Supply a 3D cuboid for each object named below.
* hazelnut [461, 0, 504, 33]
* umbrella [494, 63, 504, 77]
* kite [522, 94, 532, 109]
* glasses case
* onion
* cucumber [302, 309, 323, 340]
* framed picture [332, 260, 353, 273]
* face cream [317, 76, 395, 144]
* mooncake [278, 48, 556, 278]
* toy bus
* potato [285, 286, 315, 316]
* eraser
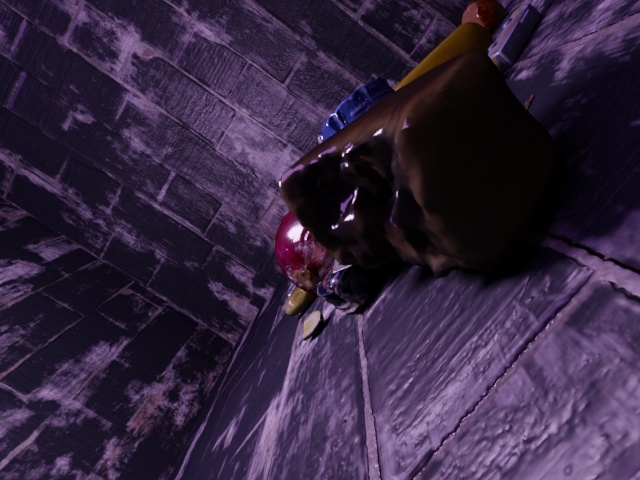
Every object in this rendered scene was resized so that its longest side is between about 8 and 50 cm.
[{"bbox_3d":[0.613,-0.835,1.585,0.143,0.143,0.154,-57,14,-7],"label":"hazelnut"},{"bbox_3d":[0.428,-0.420,1.086,0.062,0.067,0.143,-25,3,7],"label":"umbrella"},{"bbox_3d":[0.342,-0.199,0.814,0.190,0.010,0.159,-52,7,29],"label":"kite"},{"bbox_3d":[0.364,-0.476,1.270,0.371,0.173,0.141,-43,11,5],"label":"glasses case"},{"bbox_3d":[0.000,0.000,1.255,0.282,0.260,0.337,-53,-2,-25],"label":"onion"},{"bbox_3d":[-0.014,0.237,1.188,0.107,0.035,0.067,-48,28,47],"label":"cucumber"},{"bbox_3d":[0.158,-0.058,0.898,0.296,0.019,0.232,-25,34,35],"label":"framed picture"},{"bbox_3d":[0.145,-0.268,1.130,0.249,0.225,0.249,-41,-6,-5],"label":"face cream"},{"bbox_3d":[0.127,-0.088,0.648,0.393,0.246,0.394,-37,16,19],"label":"mooncake"},{"bbox_3d":[0.497,-0.524,1.090,0.191,0.064,0.075,-57,12,-11],"label":"toy bus"},{"bbox_3d":[-0.065,0.203,1.568,0.188,0.085,0.105,-48,11,27],"label":"potato"},{"bbox_3d":[0.118,0.013,1.020,0.332,0.101,0.155,-58,7,-18],"label":"eraser"}]
